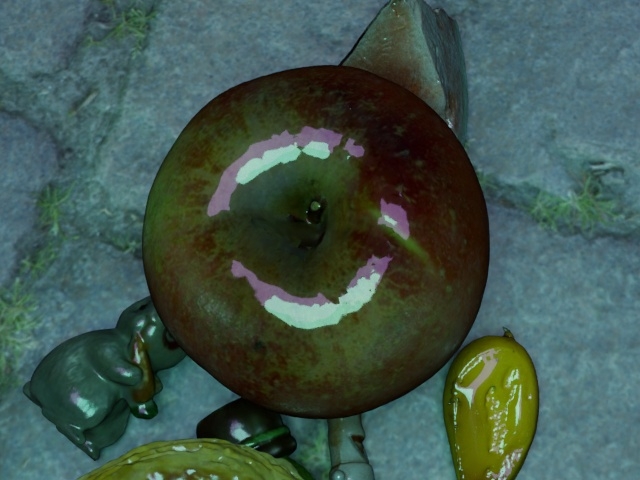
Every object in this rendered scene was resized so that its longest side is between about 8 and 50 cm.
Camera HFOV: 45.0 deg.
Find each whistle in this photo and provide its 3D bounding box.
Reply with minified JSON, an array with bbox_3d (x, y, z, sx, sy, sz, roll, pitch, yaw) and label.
[{"bbox_3d":[0.033,0.272,0.769,0.057,0.107,0.220,-22,55,22],"label":"whistle"}]

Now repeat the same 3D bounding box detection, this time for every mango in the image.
[{"bbox_3d":[0.177,0.181,0.808,0.101,0.066,0.188,9,76,-3],"label":"mango"}]

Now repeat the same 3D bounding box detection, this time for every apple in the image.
[{"bbox_3d":[0.000,0.000,0.766,0.348,0.277,0.349,-1,72,4],"label":"apple"}]

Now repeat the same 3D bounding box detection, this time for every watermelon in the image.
[{"bbox_3d":[0.078,-0.203,0.908,0.207,0.202,0.136,-7,31,-3],"label":"watermelon"}]

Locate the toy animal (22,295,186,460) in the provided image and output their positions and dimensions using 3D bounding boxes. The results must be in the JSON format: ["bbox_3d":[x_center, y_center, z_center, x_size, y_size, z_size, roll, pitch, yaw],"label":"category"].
[{"bbox_3d":[-0.201,0.111,0.823,0.138,0.108,0.236,32,74,13],"label":"toy animal"}]

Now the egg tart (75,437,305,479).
[{"bbox_3d":[-0.110,0.330,0.665,0.318,0.128,0.319,5,71,-14],"label":"egg tart"}]

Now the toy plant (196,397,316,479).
[{"bbox_3d":[-0.057,0.241,0.781,0.092,0.093,0.162,-29,75,-8],"label":"toy plant"}]
